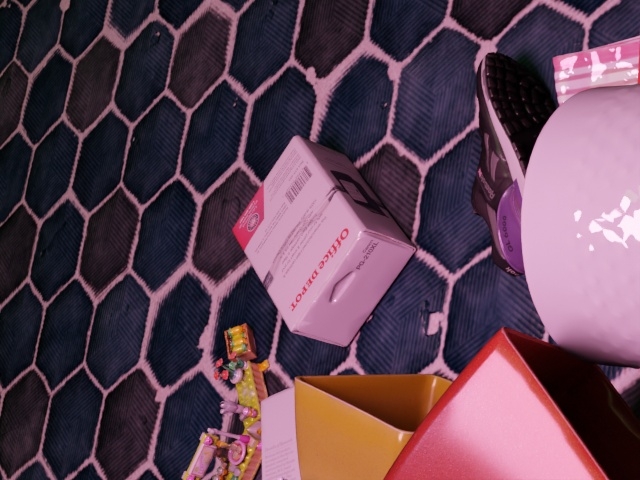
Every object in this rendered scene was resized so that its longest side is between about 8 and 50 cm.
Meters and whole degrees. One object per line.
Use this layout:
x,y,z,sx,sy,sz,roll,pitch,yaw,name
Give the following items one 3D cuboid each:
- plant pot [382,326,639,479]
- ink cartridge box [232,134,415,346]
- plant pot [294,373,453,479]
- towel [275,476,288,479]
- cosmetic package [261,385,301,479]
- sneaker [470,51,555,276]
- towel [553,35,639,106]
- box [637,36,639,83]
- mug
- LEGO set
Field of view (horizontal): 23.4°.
0.202,0.272,1.449,0.236,0.267,0.267,-42,63,15,plant pot
0.000,0.000,2.046,0.172,0.100,0.237,-56,39,19,ink cartridge box
0.099,0.269,1.735,0.212,0.212,0.187,19,103,53,plant pot
0.010,0.405,1.729,0.285,0.034,0.209,49,148,10,towel
-0.006,0.305,1.906,0.085,0.117,0.231,-29,52,41,cosmetic package
0.213,-0.091,1.825,0.124,0.107,0.283,-43,45,40,sneaker
0.329,-0.121,1.686,0.144,0.029,0.197,-11,80,33,towel
0.422,-0.257,1.615,0.128,0.122,0.257,-12,65,47,box
0.403,0.034,1.428,0.328,0.276,0.374,1,105,43,mug
-0.136,0.245,2.101,0.132,0.107,0.287,-2,73,51,LEGO set
